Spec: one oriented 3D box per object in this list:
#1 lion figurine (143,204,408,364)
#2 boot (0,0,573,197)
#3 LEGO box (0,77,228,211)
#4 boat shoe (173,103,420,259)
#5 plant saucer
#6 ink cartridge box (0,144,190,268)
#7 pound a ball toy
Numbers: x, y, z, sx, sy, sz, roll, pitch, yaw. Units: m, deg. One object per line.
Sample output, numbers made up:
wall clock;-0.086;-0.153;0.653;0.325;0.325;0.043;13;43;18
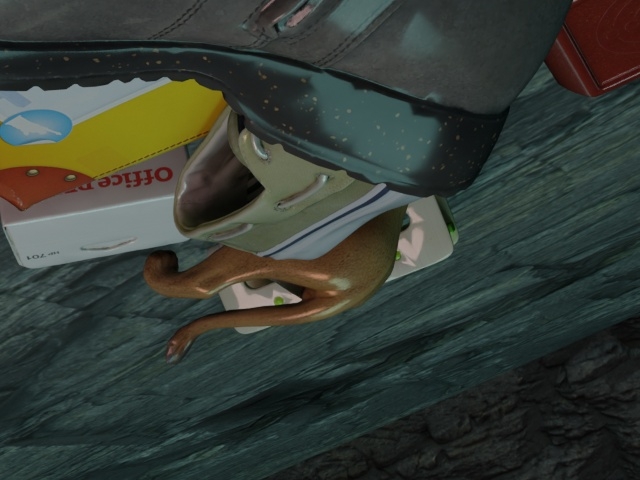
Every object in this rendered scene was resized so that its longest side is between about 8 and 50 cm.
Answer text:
lion figurine;0.028;-0.057;0.810;0.240;0.392;0.142;12;165;28
boot;-0.037;-0.153;0.304;0.338;0.118;0.223;10;131;-25
LEGO box;-0.049;-0.236;0.477;0.500;0.193;0.372;-20;158;10
boat shoe;-0.003;-0.056;0.539;0.094;0.109;0.302;-3;158;-25
plant saucer;0.324;-0.232;0.925;0.258;0.048;0.259;-24;155;20
ink cartridge box;-0.177;-0.090;0.739;0.139;0.191;0.082;-11;157;-12
pound a ball toy;0.000;0.000;1.192;0.319;0.136;0.208;-21;-178;13
